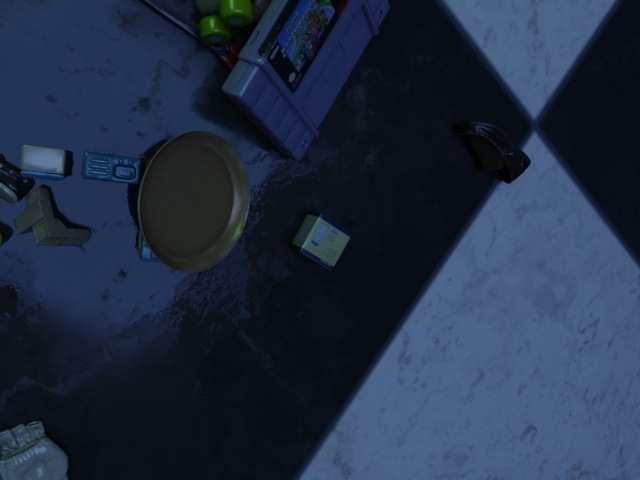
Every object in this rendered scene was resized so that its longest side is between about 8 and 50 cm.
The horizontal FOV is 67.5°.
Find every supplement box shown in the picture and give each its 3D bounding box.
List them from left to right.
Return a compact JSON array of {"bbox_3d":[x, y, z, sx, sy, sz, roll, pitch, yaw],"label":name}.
[{"bbox_3d":[0.000,0.000,0.941,0.083,0.056,0.083,32,85,-26],"label":"supplement box"}]

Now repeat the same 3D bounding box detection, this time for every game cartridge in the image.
[{"bbox_3d":[-0.007,-0.337,0.816,0.354,0.068,0.230,-60,157,-4],"label":"game cartridge"}]

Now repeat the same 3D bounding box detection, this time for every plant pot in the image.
[{"bbox_3d":[-0.209,-0.064,0.797,0.236,0.033,0.236,-25,121,-52],"label":"plant pot"}]

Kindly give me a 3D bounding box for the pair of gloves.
[{"bbox_3d":[-0.534,0.418,0.774,0.240,0.042,0.204,-17,105,-22],"label":"pair of gloves"}]

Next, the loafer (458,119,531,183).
[{"bbox_3d":[0.387,-0.195,1.073,0.220,0.080,0.078,27,86,-26],"label":"loafer"}]

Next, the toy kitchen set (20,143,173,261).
[{"bbox_3d":[-0.338,-0.051,0.740,0.207,0.122,0.165,4,97,-25],"label":"toy kitchen set"}]

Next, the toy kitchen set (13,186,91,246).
[{"bbox_3d":[-0.427,-0.029,0.758,0.075,0.068,0.083,7,60,-64],"label":"toy kitchen set"}]

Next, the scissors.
[{"bbox_3d":[-0.169,-0.342,0.830,0.297,0.021,0.109,43,81,-23],"label":"scissors"}]

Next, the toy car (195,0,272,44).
[{"bbox_3d":[-0.098,-0.410,0.790,0.189,0.149,0.154,-5,92,-36],"label":"toy car"}]

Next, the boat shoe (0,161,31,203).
[{"bbox_3d":[-0.495,-0.111,0.704,0.133,0.049,0.042,40,53,-18],"label":"boat shoe"}]

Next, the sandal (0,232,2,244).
[{"bbox_3d":[-0.617,0.016,0.628,0.318,0.126,0.138,16,97,-24],"label":"sandal"}]
